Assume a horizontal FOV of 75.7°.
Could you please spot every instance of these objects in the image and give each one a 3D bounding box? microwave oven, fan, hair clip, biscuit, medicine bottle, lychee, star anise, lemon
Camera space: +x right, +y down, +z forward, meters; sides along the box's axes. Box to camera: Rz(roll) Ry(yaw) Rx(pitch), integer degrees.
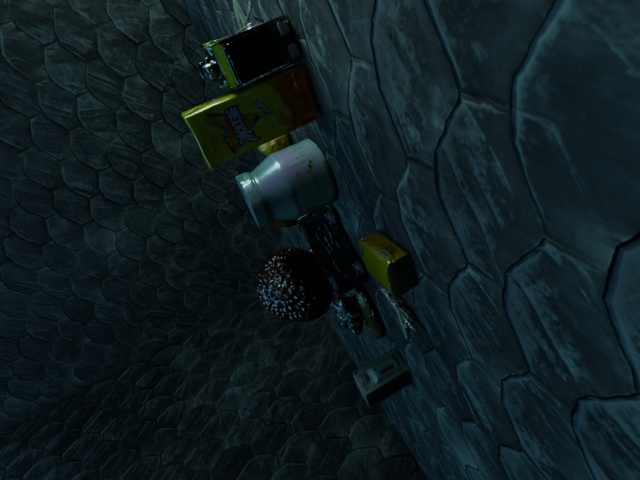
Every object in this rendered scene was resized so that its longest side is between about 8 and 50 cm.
[{"bbox_3d":[0.257,0.576,1.712,0.122,0.207,0.162,54,167,41],"label":"microwave oven"},{"bbox_3d":[-0.262,-0.767,1.440,0.191,0.009,0.329,66,170,-15],"label":"fan"},{"bbox_3d":[0.245,0.209,1.280,0.062,0.056,0.214,49,-168,-48],"label":"hair clip"},{"bbox_3d":[0.188,0.291,1.824,0.318,0.040,0.318,61,171,17],"label":"biscuit"},{"bbox_3d":[-0.122,-0.185,1.425,0.245,0.289,0.245,60,170,18],"label":"medicine bottle"},{"bbox_3d":[-0.105,0.183,1.657,0.330,0.306,0.306,31,151,41],"label":"lychee"},{"bbox_3d":[0.112,0.319,1.854,0.229,0.093,0.237,42,154,24],"label":"star anise"},{"bbox_3d":[-0.199,-0.414,1.671,0.187,0.142,0.142,-121,9,-55],"label":"lemon"}]

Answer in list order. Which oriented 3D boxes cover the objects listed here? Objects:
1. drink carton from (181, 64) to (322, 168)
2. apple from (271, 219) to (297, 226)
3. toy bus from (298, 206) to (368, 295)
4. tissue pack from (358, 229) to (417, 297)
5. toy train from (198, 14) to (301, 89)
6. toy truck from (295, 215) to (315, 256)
[{"bbox_3d":[-0.187,-0.349,1.144,0.155,0.350,0.111,67,170,-27],"label":"drink carton"},{"bbox_3d":[-0.152,-0.168,1.873,0.230,0.229,0.230,60,170,18],"label":"apple"},{"bbox_3d":[0.045,0.037,1.591,0.330,0.142,0.153,60,180,1],"label":"toy bus"},{"bbox_3d":[0.179,0.061,1.120,0.169,0.082,0.120,48,161,58],"label":"tissue pack"},{"bbox_3d":[-0.189,-0.496,1.091,0.177,0.260,0.134,21,140,55],"label":"toy train"},{"bbox_3d":[-0.001,-0.002,1.810,0.257,0.127,0.127,63,-175,2],"label":"toy truck"}]
